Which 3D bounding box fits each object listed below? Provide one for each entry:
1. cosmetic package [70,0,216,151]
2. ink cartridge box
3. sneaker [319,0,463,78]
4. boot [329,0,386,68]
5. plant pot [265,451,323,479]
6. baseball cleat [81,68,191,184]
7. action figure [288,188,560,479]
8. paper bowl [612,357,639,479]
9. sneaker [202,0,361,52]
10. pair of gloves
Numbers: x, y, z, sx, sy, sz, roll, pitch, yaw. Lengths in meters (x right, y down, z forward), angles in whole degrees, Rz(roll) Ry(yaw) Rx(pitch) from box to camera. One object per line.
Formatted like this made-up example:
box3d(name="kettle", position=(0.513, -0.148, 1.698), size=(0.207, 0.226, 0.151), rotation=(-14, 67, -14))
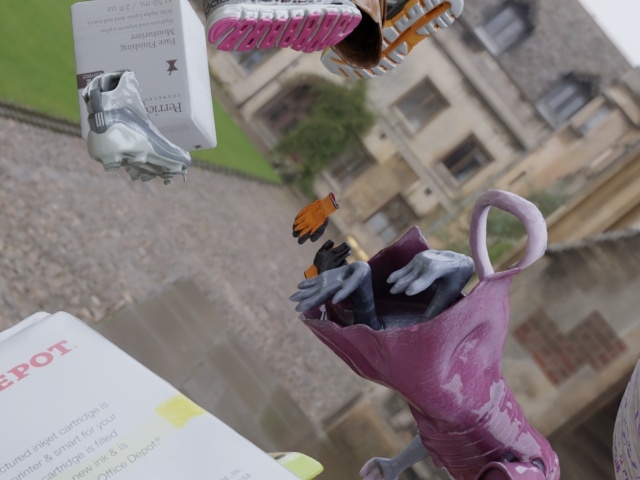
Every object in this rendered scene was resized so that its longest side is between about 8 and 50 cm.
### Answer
box3d(name="cosmetic package", position=(-0.234, -0.216, 1.585), size=(0.151, 0.151, 0.184), rotation=(56, 26, -78))
box3d(name="ink cartridge box", position=(-0.182, 0.253, 0.915), size=(0.384, 0.279, 0.160), rotation=(31, -46, 31))
box3d(name="sneaker", position=(0.093, -0.294, 1.605), size=(0.084, 0.215, 0.083), rotation=(43, 27, -43))
box3d(name="boot", position=(0.006, -0.330, 1.222), size=(0.283, 0.109, 0.220), rotation=(58, 31, -56))
box3d(name="plant pot", position=(-0.101, 0.399, 1.535), size=(0.227, 0.228, 0.207), rotation=(-24, 98, -46))
box3d(name="baseball cleat", position=(-0.182, -0.115, 1.203), size=(0.206, 0.072, 0.109), rotation=(20, 61, -83))
box3d(name="action figure", position=(0.141, 0.156, 1.160), size=(0.370, 0.275, 0.248), rotation=(54, -5, -21))
box3d(name="paper bowl", position=(0.352, 0.167, 0.850), size=(0.284, 0.284, 0.148), rotation=(53, -27, 34))
box3d(name="sneaker", position=(-0.039, -0.222, 1.115), size=(0.063, 0.170, 0.075), rotation=(-51, -126, 50))
box3d(name="pair of gloves", position=(0.000, 0.000, 1.212), size=(0.010, 0.074, 0.083), rotation=(2, 61, -43))
